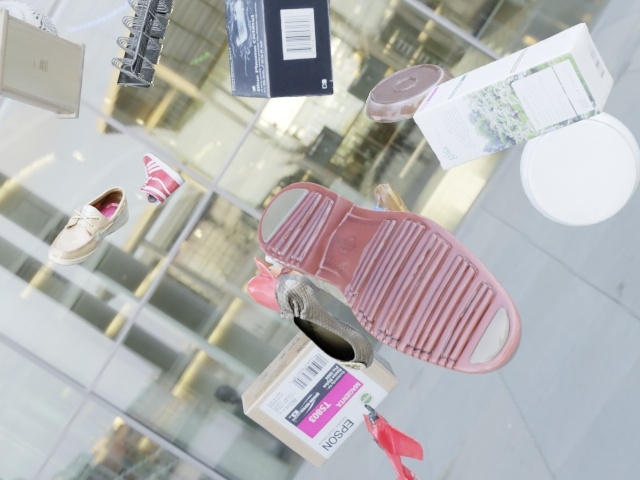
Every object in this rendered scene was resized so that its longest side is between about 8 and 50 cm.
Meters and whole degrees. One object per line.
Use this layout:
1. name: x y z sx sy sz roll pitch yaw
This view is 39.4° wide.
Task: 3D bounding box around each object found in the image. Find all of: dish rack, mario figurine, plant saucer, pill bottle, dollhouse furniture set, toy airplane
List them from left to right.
1. dollhouse furniture set: -0.598 -0.346 1.568 0.198 0.303 0.287 13 -99 -65
2. dish rack: -0.322 -0.382 1.616 0.271 0.074 0.208 -132 56 -83
3. mario figurine: 0.000 0.000 1.588 0.320 0.198 0.170 -33 37 5
4. toy airplane: 0.092 0.264 1.101 0.028 0.151 0.151 -35 -7 -18
5. plant saucer: 0.153 -0.264 1.564 0.168 0.029 0.168 -18 32 12
6. pill bottle: 0.509 -0.149 1.754 0.224 0.224 0.392 -57 -8 16

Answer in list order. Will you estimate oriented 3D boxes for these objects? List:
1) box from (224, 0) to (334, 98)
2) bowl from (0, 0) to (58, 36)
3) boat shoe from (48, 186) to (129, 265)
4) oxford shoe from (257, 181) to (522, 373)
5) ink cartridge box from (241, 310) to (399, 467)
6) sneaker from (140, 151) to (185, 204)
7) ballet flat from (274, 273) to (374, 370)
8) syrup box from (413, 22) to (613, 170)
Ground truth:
1. box: -0.057 -0.265 1.160 0.158 0.093 0.156 -157 61 -66
2. bowl: -0.602 -0.405 1.727 0.170 0.170 0.080 -57 -10 -19
3. boat shoe: -0.332 -0.026 1.281 0.170 0.063 0.059 -57 -17 -54
4. oxford shoe: 0.083 0.039 0.918 0.348 0.130 0.123 34 90 45
5. ink cartridge box: -0.001 0.278 1.677 0.235 0.193 0.088 -49 16 6
6. sneaker: -0.278 -0.102 1.482 0.067 0.042 0.118 -48 43 -8
7. ballet flat: 0.005 0.137 1.327 0.084 0.250 0.058 -7 52 28
8. syrup box: 0.250 -0.185 1.179 0.236 0.093 0.096 -19 24 38
